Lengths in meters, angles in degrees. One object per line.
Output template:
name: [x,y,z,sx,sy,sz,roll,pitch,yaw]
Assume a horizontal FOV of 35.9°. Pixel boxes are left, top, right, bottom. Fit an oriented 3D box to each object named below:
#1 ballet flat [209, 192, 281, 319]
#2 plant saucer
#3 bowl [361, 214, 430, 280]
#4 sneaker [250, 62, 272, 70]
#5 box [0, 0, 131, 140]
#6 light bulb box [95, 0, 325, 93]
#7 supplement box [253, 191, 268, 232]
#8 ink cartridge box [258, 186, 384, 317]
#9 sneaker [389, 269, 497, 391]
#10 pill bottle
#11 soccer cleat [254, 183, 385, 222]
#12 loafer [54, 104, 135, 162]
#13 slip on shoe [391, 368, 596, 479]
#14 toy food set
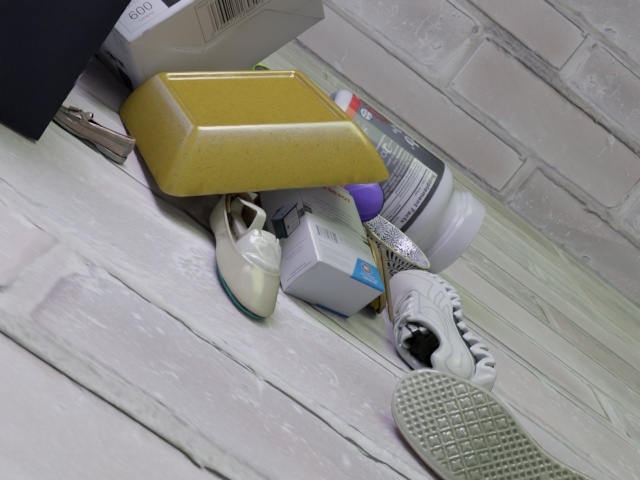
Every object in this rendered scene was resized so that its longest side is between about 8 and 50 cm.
ballet flat: [-0.094,0.005,1.281,0.086,0.086,0.248,30,17,-30]
plant saucer: [-0.104,-0.177,1.455,0.332,0.081,0.333,-6,29,-21]
bowl: [0.099,0.021,1.707,0.170,0.080,0.170,36,14,-11]
sneaker: [-0.106,-0.278,2.105,0.295,0.109,0.123,37,-17,-35]
box: [-0.352,-0.349,1.277,0.179,0.312,0.343,32,16,-24]
light bulb box: [-0.247,-0.448,1.655,0.361,0.358,0.225,45,-16,26]
supplement box: [-0.072,-0.031,1.524,0.055,0.043,0.083,28,18,-40]
ink cartridge box: [0.000,0.000,1.431,0.139,0.082,0.191,26,34,-40]
sneaker: [0.157,0.128,1.490,0.118,0.110,0.292,20,21,-29]
pill bottle: [0.122,-0.105,1.890,0.363,0.210,0.210,36,14,-12]
soccer cleat: [-0.044,-0.098,1.569,0.318,0.108,0.116,21,6,-10]
loafer: [-0.308,-0.155,1.333,0.125,0.039,0.045,35,15,-14]
slip on shoe: [0.223,0.278,1.202,0.331,0.123,0.101,34,-18,3]
toy food set: [0.073,0.051,1.537,0.192,0.038,0.132,-121,-158,-77]
